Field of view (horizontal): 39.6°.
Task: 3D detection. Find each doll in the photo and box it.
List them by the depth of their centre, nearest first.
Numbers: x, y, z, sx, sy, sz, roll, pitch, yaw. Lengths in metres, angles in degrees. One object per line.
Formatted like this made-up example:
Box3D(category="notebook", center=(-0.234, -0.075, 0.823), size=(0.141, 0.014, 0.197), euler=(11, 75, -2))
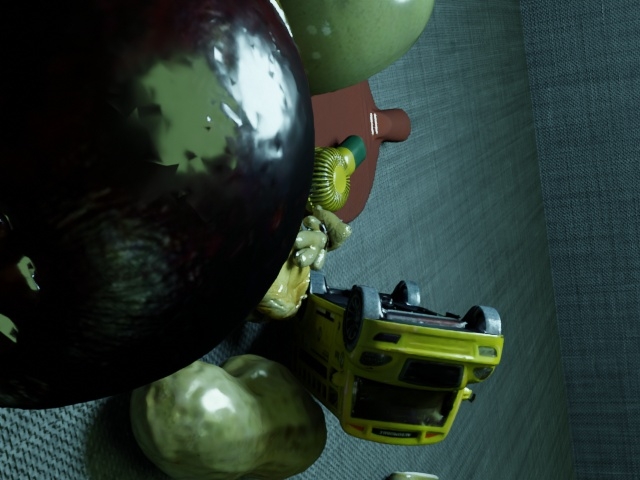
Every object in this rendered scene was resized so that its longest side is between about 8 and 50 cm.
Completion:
Box3D(category="doll", center=(-0.008, 0.000, 0.950), size=(0.093, 0.051, 0.062), euler=(-25, 113, -42))

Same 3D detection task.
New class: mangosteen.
Box3D(category="mangosteen", center=(-0.154, -0.074, 0.519), size=(0.347, 0.306, 0.307), euler=(-84, 158, -56))

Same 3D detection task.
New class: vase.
Box3D(category="vase", center=(-0.033, -0.338, 0.949), size=(0.302, 0.240, 0.329), euler=(60, 3, -31))

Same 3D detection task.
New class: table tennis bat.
Box3D(category="table tennis bat", center=(0.037, -0.160, 1.240), size=(0.414, 0.051, 0.268), euler=(-17, 102, -64))

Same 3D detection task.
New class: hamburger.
Box3D(category="hamburger", center=(-0.064, 0.016, 0.944), size=(0.138, 0.083, 0.147), euler=(-74, 150, -49))

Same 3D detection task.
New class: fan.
Box3D(category="fan", center=(0.022, -0.092, 1.120), size=(0.155, 0.039, 0.082), euler=(-50, 132, -52))

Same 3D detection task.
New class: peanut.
Box3D(category="peanut", center=(-0.081, 0.166, 0.843), size=(0.274, 0.111, 0.125), euler=(28, 56, -62))

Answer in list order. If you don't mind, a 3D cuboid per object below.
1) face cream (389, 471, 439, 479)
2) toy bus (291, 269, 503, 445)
Box3D(category="face cream", center=(0.137, 0.492, 1.315), size=(0.139, 0.067, 0.285), euler=(33, 55, -59))
Box3D(category="toy bus", center=(0.064, 0.119, 0.939), size=(0.331, 0.145, 0.151), euler=(-167, -93, -77))
